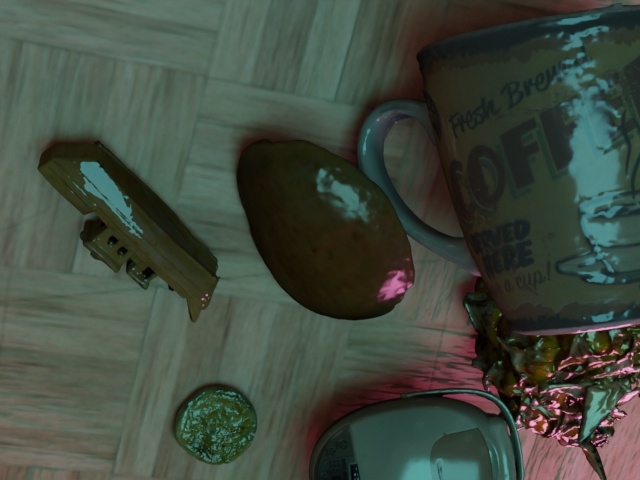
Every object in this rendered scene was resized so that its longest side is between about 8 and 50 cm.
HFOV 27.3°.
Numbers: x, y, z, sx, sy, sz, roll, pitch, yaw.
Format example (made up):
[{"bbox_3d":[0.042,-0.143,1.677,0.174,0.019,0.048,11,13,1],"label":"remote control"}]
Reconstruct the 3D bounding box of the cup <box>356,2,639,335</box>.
[{"bbox_3d":[0.173,-0.050,1.125,0.301,0.227,0.256,-6,89,27],"label":"cup"}]

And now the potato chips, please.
[{"bbox_3d":[0.000,0.000,1.170,0.150,0.049,0.201,0,131,30],"label":"potato chips"}]

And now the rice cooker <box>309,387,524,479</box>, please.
[{"bbox_3d":[0.089,0.217,1.272,0.206,0.127,0.145,-10,91,-10],"label":"rice cooker"}]

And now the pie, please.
[{"bbox_3d":[-0.099,0.178,1.268,0.084,0.021,0.084,-5,109,-13],"label":"pie"}]

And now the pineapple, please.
[{"bbox_3d":[0.227,0.092,1.256,0.161,0.158,0.334,-2,113,-16],"label":"pineapple"}]

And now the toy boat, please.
[{"bbox_3d":[-0.167,-0.005,1.150,0.072,0.064,0.206,-34,118,15],"label":"toy boat"}]
